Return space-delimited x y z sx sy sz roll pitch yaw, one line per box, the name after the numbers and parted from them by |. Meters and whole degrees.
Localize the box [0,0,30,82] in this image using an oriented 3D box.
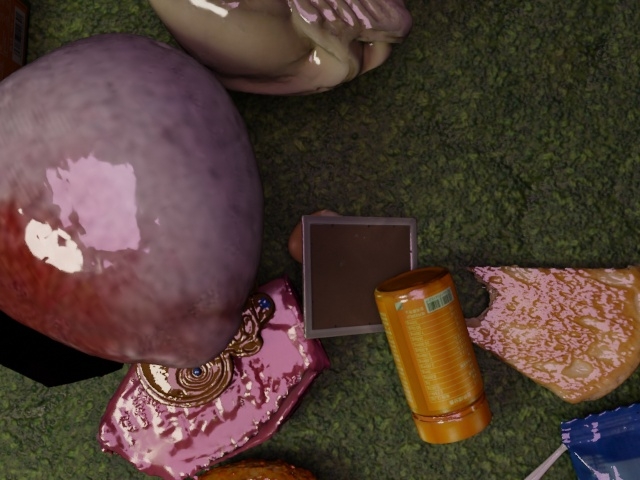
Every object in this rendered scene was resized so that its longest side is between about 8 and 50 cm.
-0.469 -0.222 0.945 0.177 0.148 0.195 4 89 0 | box

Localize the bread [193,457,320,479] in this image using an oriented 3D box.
-0.110 0.344 0.958 0.268 0.095 0.139 -16 86 15 | bread

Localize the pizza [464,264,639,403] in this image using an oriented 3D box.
0.283 0.108 0.976 0.262 0.034 0.181 8 89 2 | pizza

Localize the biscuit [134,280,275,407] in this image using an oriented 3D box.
-0.134 0.110 0.885 0.175 0.026 0.124 -43 83 -3 | biscuit

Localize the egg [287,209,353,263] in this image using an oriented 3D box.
0.000 0.000 0.968 0.083 0.071 0.071 -25 88 4 | egg

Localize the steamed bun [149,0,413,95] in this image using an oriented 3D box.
-0.055 -0.311 0.913 0.309 0.219 0.324 12 63 -13 | steamed bun

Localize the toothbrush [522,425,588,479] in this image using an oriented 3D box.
0.240 0.323 0.976 0.275 0.025 0.019 -43 89 0 | toothbrush

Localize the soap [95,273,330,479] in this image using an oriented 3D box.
-0.132 0.178 0.948 0.289 0.112 0.182 -25 83 1 | soap

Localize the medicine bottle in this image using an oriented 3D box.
0.135 0.134 0.933 0.096 0.096 0.192 -19 99 1 | medicine bottle

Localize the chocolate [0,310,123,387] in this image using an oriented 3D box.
-0.340 0.088 0.959 0.206 0.177 0.224 -10 70 -42 | chocolate

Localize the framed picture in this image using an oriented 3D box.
0.050 0.041 0.944 0.183 0.011 0.142 0 88 -38 | framed picture

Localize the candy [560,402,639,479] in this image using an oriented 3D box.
0.400 0.358 0.949 0.187 0.077 0.331 -10 92 -5 | candy

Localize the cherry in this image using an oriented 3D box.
-0.202 -0.048 0.807 0.335 0.291 0.326 25 67 12 | cherry
